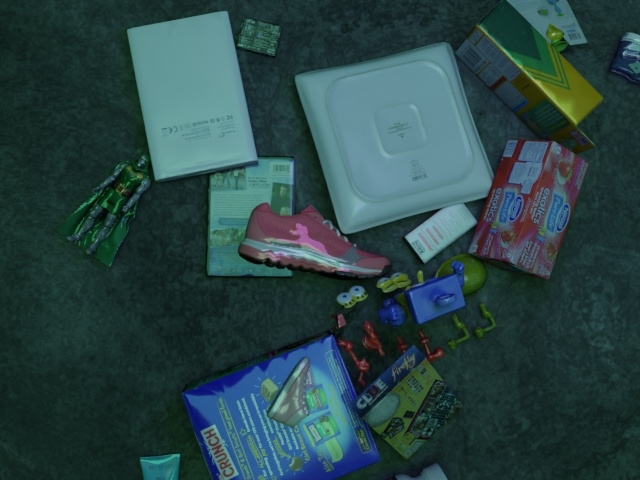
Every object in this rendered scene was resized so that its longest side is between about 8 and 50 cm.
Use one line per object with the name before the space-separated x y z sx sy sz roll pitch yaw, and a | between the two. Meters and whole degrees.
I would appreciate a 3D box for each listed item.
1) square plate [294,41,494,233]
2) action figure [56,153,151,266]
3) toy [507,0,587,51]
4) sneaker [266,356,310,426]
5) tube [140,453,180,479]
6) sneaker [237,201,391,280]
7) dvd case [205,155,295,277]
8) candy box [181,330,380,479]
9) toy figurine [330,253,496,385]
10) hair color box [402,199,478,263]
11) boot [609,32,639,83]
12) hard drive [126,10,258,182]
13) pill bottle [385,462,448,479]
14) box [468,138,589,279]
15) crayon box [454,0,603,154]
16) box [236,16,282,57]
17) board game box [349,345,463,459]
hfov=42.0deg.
square plate | 0.159 -0.219 1.686 0.347 0.049 0.344 -15 82 -12
action figure | -0.417 -0.080 1.688 0.137 0.063 0.232 34 83 2
toy | 0.442 -0.487 1.735 0.137 0.056 0.237 -13 67 -20
sneaker | -0.040 0.290 1.571 0.070 0.051 0.134 31 88 -1
tube | -0.317 0.536 1.671 0.080 0.052 0.207 -2 81 -12
sneaker | 0.000 0.000 1.660 0.314 0.116 0.136 11 84 -12
dvd case | -0.144 -0.049 1.716 0.180 0.022 0.253 1 88 -2
candy box | -0.080 0.359 1.649 0.317 0.122 0.268 -20 88 -5
toy figurine | 0.226 0.133 1.580 0.363 0.217 0.191 -16 85 -21
hair color box | 0.246 -0.021 1.721 0.141 0.043 0.072 -36 89 -5
boot | 0.708 -0.360 1.752 0.190 0.069 0.086 25 94 7
hard drive | -0.261 -0.293 1.700 0.210 0.040 0.318 -11 84 -3
pill bottle | 0.136 0.558 1.631 0.279 0.162 0.162 -26 89 -3
box | 0.416 -0.064 1.669 0.123 0.128 0.256 23 85 -32
crayon box | 0.426 -0.313 1.663 0.083 0.203 0.323 -44 90 -4
box | -0.127 -0.423 1.735 0.083 0.018 0.067 12 87 -2
board game box | 0.173 0.320 1.619 0.165 0.243 0.042 -42 49 -4
